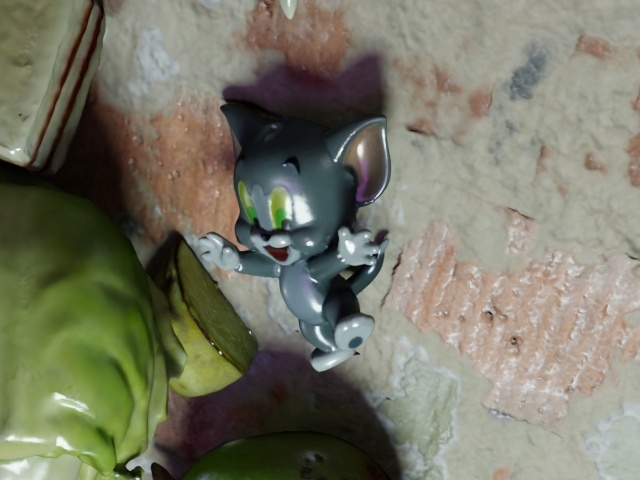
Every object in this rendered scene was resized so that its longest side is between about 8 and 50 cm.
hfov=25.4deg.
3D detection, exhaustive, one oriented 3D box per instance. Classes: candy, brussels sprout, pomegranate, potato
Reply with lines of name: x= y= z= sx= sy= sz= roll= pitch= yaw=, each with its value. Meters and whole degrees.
candy: x=-0.374 y=-0.196 z=1.328 sx=0.321 sy=0.135 sz=0.179 roll=21 pitch=87 yaw=8
brussels sprout: x=-0.351 y=0.102 z=1.388 sx=0.425 sy=0.361 sz=0.342 roll=-16 pitch=154 yaw=17
pomegranate: x=-0.070 y=0.316 z=1.447 sx=0.323 sy=0.291 sz=0.291 roll=22 pitch=120 yaw=16
potato: x=-0.156 y=0.094 z=1.468 sx=0.120 sy=0.081 sz=0.149 roll=-28 pitch=104 yaw=25

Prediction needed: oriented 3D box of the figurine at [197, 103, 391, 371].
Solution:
figurine: x=0.004 y=0.001 z=1.342 sx=0.193 sy=0.140 sz=0.265 roll=0 pitch=131 yaw=43

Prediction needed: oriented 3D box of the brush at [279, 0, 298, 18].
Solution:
brush: x=-0.033 y=-0.339 z=1.247 sx=0.039 sy=0.042 sz=0.299 roll=4 pitch=120 yaw=15
